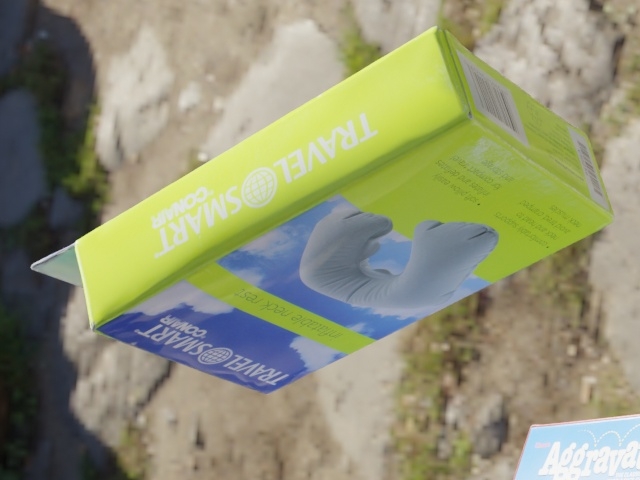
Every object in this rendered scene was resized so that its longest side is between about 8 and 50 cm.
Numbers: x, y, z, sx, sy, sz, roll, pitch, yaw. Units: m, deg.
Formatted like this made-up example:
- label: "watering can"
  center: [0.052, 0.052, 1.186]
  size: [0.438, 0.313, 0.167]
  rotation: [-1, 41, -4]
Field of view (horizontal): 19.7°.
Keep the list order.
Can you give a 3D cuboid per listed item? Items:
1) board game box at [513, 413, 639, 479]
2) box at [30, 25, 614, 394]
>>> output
- label: "board game box"
  center: [0.144, 0.128, 0.668]
  size: [0.281, 0.027, 0.145]
  rotation: [-17, 49, 61]
- label: "box"
  center: [0.000, 0.000, 0.651]
  size: [0.178, 0.109, 0.042]
  rotation: [-29, 59, 24]
